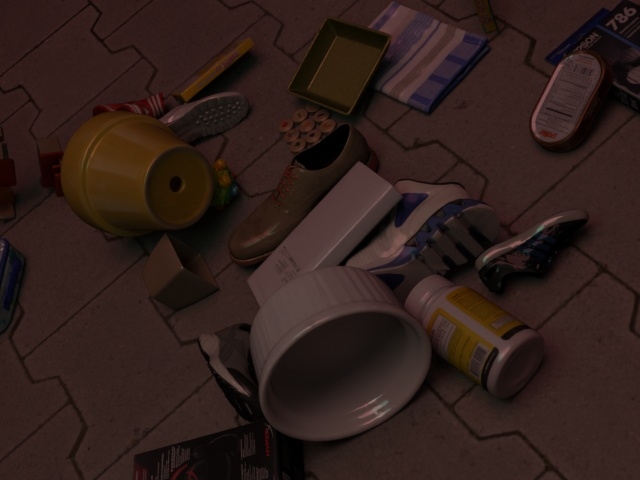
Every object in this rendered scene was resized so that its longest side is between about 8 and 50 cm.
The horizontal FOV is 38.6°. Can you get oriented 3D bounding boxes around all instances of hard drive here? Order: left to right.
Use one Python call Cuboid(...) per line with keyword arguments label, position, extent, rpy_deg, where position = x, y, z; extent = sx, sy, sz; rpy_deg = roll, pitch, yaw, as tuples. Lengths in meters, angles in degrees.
Cuboid(label="hard drive", position=(0.000, 0.000, 1.626), extent=(0.307, 0.040, 0.203), rpy_deg=(-46, 22, 2))

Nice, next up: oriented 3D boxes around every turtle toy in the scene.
Cuboid(label="turtle toy", position=(-0.209, -0.117, 1.878), extent=(0.095, 0.066, 0.130), rpy_deg=(-43, 43, 26))

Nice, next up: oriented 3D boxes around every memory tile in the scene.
Cuboid(label="memory tile", position=(-0.022, -0.227, 1.898), extent=(0.113, 0.012, 0.148), rpy_deg=(-32, 49, 3))

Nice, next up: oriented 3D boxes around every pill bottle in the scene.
Cuboid(label="pill bottle", position=(0.236, 0.144, 1.438), extent=(0.119, 0.119, 0.208), rpy_deg=(-46, 50, -9))

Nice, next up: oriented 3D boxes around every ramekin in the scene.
Cuboid(label="ramekin", position=(0.021, 0.171, 1.433), extent=(0.277, 0.277, 0.135), rpy_deg=(-32, 42, 3))

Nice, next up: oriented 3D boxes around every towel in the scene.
Cuboid(label="towel", position=(0.185, -0.386, 1.892), extent=(0.209, 0.034, 0.285), rpy_deg=(-47, 50, -9))

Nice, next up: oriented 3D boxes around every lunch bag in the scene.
Cuboid(label="lunch bag", position=(-0.740, 0.104, 1.979), extent=(0.176, 0.090, 0.218), rpy_deg=(-9, 55, 18))

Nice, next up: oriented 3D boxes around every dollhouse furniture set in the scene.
Cuboid(label="dollhouse furniture set", position=(-0.707, -0.152, 2.049), extent=(0.259, 0.262, 0.135), rpy_deg=(-9, 49, -18))

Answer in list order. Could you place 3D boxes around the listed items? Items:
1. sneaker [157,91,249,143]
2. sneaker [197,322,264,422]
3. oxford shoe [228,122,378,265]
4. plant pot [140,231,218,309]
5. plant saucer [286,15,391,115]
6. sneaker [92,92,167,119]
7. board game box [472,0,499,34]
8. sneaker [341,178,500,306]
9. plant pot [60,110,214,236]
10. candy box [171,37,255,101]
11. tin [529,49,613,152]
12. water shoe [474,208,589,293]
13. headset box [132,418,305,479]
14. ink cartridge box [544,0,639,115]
Cuboid(label="sneaker", position=(-0.270, -0.278, 2.017), extent=(0.235, 0.090, 0.094), rpy_deg=(-21, 36, 8))
Cuboid(label="sneaker", position=(-0.132, 0.210, 1.551), extent=(0.108, 0.100, 0.271), rpy_deg=(-29, 26, -7))
Cuboid(label="oxford shoe", position=(-0.054, -0.096, 1.743), extent=(0.348, 0.130, 0.123), rpy_deg=(-42, 49, -6))
Cuboid(label="plant pot", position=(-0.281, 0.070, 1.766), extent=(0.096, 0.109, 0.109), rpy_deg=(-43, 49, 10))
Cuboid(label="plant saucer", position=(0.046, -0.358, 1.905), extent=(0.188, 0.045, 0.188), rpy_deg=(28, 89, 37))
Cuboid(label="sneaker", position=(-0.431, -0.289, 2.123), extent=(0.128, 0.086, 0.221), rpy_deg=(-22, 20, -35))
Cuboid(label="board game box", position=(0.314, -0.540, 1.875), extent=(0.039, 0.124, 0.259), rpy_deg=(-22, 50, 13))
Cuboid(label="sneaker", position=(0.148, 0.001, 1.595), extent=(0.316, 0.127, 0.182), rpy_deg=(-34, 35, 10))
Cuboid(label="plant pot", position=(-0.342, -0.122, 1.801), extent=(0.239, 0.254, 0.254), rpy_deg=(14, 65, 46))
Cuboid(label="candy box", position=(-0.246, -0.389, 2.079), extent=(0.206, 0.027, 0.105), rpy_deg=(-42, 19, -10))
Cuboid(label="tin", position=(0.442, -0.249, 1.622), extent=(0.106, 0.040, 0.189), rpy_deg=(31, 96, 46))
Cuboid(label="water shoe", position=(0.358, 0.021, 1.508), extent=(0.203, 0.073, 0.080), rpy_deg=(-28, 71, 12))
Cuboid(label="headset box", position=(-0.174, 0.429, 1.449), extent=(0.293, 0.110, 0.218), rpy_deg=(-18, 51, 14))
Cuboid(label="ink cartridge box", position=(0.567, -0.328, 1.641), extent=(0.165, 0.065, 0.333), rpy_deg=(-43, 49, -5))
